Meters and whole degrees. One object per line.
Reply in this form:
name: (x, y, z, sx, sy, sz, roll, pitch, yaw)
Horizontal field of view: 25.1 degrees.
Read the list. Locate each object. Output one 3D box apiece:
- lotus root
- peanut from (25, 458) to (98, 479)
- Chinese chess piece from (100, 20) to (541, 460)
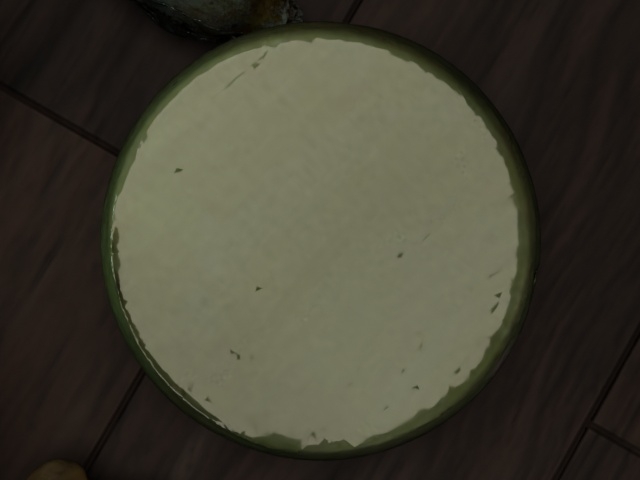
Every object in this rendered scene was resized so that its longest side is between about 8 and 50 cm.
lotus root: (-0.083, -0.169, 0.850, 0.165, 0.088, 0.088, 45, 87, -10)
peanut: (-0.097, 0.224, 0.821, 0.104, 0.085, 0.227, -30, 86, 8)
Chinese chess piece: (0.000, 0.000, 0.822, 0.250, 0.101, 0.250, 0, 90, -1)
